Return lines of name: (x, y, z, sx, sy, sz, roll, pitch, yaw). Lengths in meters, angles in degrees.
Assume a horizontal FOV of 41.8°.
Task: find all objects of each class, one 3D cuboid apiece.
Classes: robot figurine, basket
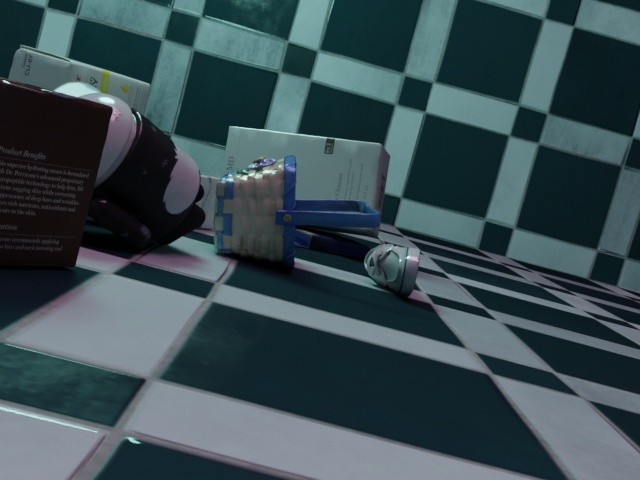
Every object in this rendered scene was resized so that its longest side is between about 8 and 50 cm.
robot figurine: (-0.302, -0.103, 1.299, 0.209, 0.174, 0.278, 26, -11, 46)
basket: (-0.047, -0.053, 1.519, 0.288, 0.201, 0.255, 5, 6, -6)

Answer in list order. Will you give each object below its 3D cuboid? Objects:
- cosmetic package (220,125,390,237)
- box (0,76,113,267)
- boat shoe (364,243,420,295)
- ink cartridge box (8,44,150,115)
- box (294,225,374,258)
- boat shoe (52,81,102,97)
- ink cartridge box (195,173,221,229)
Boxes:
cosmetic package: (-0.040, -0.141, 2.022, 0.384, 0.217, 0.156, 7, -4, 13)
box: (-0.376, -0.086, 0.970, 0.167, 0.203, 0.168, 18, 6, 29)
boat shoe: (0.130, 0.053, 1.603, 0.084, 0.095, 0.258, 11, -5, -4)
ink cartridge box: (-0.617, -0.308, 2.121, 0.160, 0.279, 0.384, 18, 7, 16)
box: (0.000, 0.000, 1.985, 0.225, 0.037, 0.136, 10, 8, -35)
boat shoe: (-0.575, -0.180, 1.651, 0.135, 0.156, 0.367, 33, 41, 4)
ink cartridge box: (-0.266, -0.084, 1.708, 0.063, 0.109, 0.150, 14, 4, 26)
